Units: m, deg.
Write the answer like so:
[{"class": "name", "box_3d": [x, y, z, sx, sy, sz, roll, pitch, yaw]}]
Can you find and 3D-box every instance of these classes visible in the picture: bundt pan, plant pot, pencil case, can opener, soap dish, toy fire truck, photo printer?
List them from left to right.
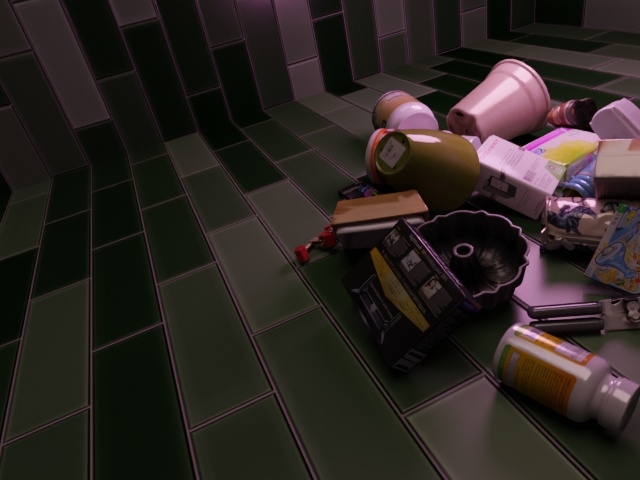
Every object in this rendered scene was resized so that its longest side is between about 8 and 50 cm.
[{"class": "toy fire truck", "box_3d": [0.000, 0.000, 1.638, 0.135, 0.047, 0.192, -21, 16, 25]}, {"class": "soap dish", "box_3d": [0.189, -0.062, 1.515, 0.290, 0.229, 0.118, -8, 74, 10]}, {"class": "plant pot", "box_3d": [0.311, -0.242, 1.528, 0.293, 0.275, 0.274, 9, 12, -45]}, {"class": "bundt pan", "box_3d": [0.392, 0.069, 1.307, 0.330, 0.124, 0.331, -11, 41, 10]}, {"class": "plant pot", "box_3d": [0.708, -0.523, 1.992, 0.305, 0.334, 0.334, -33, 36, -10]}, {"class": "can opener", "box_3d": [0.639, 0.180, 1.145, 0.280, 0.074, 0.093, -7, -2, 7]}, {"class": "pencil case", "box_3d": [0.816, -0.026, 1.297, 0.409, 0.160, 0.184, 8, 48, 30]}, {"class": "photo printer", "box_3d": [1.053, -0.359, 1.628, 0.307, 0.107, 0.256, -28, 77, -47]}]

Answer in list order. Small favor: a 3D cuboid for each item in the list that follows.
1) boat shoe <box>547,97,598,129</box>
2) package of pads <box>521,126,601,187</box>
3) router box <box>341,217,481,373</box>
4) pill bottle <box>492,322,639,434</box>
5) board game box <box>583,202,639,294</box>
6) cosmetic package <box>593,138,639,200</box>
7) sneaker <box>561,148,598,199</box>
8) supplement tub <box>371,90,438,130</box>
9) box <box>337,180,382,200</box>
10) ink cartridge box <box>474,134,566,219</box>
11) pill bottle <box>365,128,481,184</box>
[{"class": "boat shoe", "box_3d": [1.023, -0.509, 1.945, 0.323, 0.123, 0.119, -7, 2, -42]}, {"class": "package of pads", "box_3d": [0.896, -0.313, 1.764, 0.296, 0.101, 0.229, -28, 35, -21]}, {"class": "router box", "box_3d": [0.207, 0.128, 1.192, 0.243, 0.081, 0.309, -47, 41, 16]}, {"class": "pill bottle", "box_3d": [0.490, 0.276, 0.969, 0.136, 0.137, 0.245, -33, 38, -29]}, {"class": "board game box", "box_3d": [0.771, 0.026, 1.198, 0.136, 0.201, 0.035, 26, 6, 28]}, {"class": "cosmetic package", "box_3d": [0.896, -0.181, 1.266, 0.296, 0.153, 0.129, 7, 70, 34]}, {"class": "sneaker", "box_3d": [0.880, -0.192, 1.571, 0.127, 0.208, 0.319, 49, 22, 16]}, {"class": "supplement tub", "box_3d": [0.377, -0.526, 2.158, 0.228, 0.229, 0.316, -16, 32, -4]}, {"class": "box", "box_3d": [0.155, -0.181, 1.893, 0.116, 0.029, 0.162, -25, 33, -18]}, {"class": "ink cartridge box", "box_3d": [0.647, -0.218, 1.613, 0.272, 0.115, 0.198, 31, 49, 19]}, {"class": "pill bottle", "box_3d": [0.388, -0.305, 1.819, 0.391, 0.224, 0.224, 11, 39, 33]}]
